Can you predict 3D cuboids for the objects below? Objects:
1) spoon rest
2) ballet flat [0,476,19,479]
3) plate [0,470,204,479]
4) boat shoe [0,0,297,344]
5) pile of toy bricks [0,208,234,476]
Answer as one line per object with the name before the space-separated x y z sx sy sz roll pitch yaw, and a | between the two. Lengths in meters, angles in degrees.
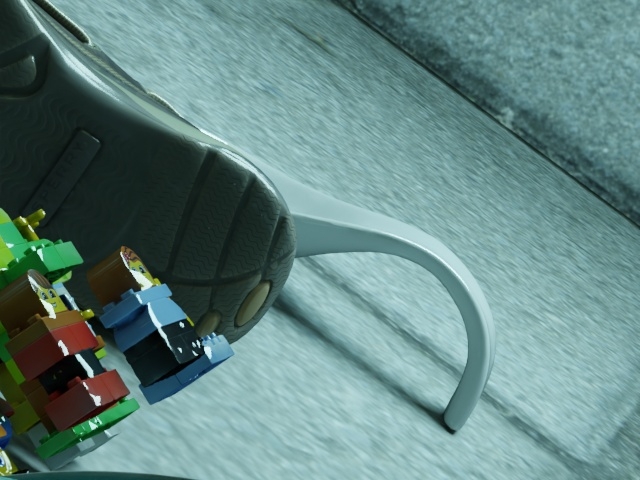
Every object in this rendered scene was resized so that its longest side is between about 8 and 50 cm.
spoon rest | 0.000 0.000 1.209 0.276 0.084 0.137 37 12 3
ballet flat | -0.156 0.100 0.392 0.409 0.147 0.147 25 16 -29
plate | -0.038 0.115 0.552 0.188 0.188 0.024 28 52 -30
boat shoe | -0.173 -0.068 0.956 0.355 0.132 0.130 40 0 -24
pile of toy bricks | -0.110 0.026 0.704 0.105 0.118 0.212 57 14 4
